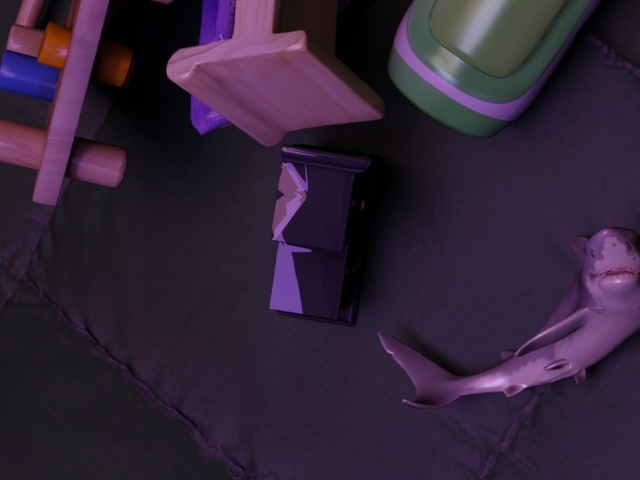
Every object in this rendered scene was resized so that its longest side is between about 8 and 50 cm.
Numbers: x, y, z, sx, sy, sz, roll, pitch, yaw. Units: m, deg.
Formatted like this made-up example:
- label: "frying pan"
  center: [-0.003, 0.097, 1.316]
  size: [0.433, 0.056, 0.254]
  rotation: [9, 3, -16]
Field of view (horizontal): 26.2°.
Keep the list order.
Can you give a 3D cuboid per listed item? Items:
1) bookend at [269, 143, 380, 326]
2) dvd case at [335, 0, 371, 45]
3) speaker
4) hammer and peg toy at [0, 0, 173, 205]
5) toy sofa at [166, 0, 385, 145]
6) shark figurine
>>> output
- label: "bookend"
  center: [0.000, 0.000, 1.152]
  size: [0.072, 0.157, 0.156]
  rotation: [9, 94, 5]
- label: "dvd case"
  center: [-0.001, -0.289, 1.238]
  size: [0.180, 0.022, 0.253]
  rotation: [48, 111, 20]
- label: "speaker"
  center: [0.171, -0.229, 1.066]
  size: [0.131, 0.131, 0.296]
  rotation: [43, 116, 23]
- label: "hammer and peg toy"
  center: [-0.211, -0.222, 1.256]
  size: [0.127, 0.361, 0.266]
  rotation: [13, 122, -14]
- label: "toy sofa"
  center: [-0.049, -0.271, 1.113]
  size: [0.177, 0.150, 0.362]
  rotation: [-4, 72, 25]
- label: "shark figurine"
  center: [0.186, 0.056, 1.107]
  size: [0.278, 0.166, 0.116]
  rotation: [-40, 45, 42]
